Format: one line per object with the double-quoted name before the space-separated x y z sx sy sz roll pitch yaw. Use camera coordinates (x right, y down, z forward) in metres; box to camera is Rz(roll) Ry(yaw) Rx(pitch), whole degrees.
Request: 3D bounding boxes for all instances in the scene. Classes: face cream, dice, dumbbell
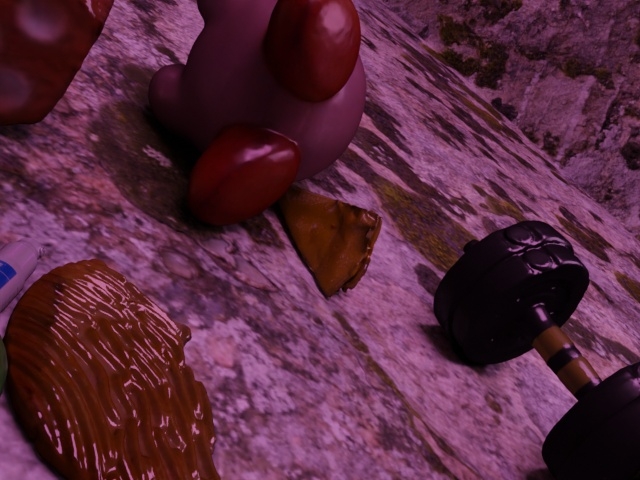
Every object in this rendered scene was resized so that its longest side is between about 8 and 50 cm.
"face cream" -0.221 0.033 0.515 0.034 0.034 0.130 34 23 -9
"dice" -0.301 -0.223 0.699 0.179 0.175 0.174 21 27 -33
"dumbbell" 0.269 0.132 0.845 0.185 0.185 0.388 14 32 -43

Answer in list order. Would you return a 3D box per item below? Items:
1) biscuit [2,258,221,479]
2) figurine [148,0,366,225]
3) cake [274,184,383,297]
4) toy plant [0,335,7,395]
"biscuit" -0.126 0.101 0.528 0.228 0.031 0.176 43 25 14
"figurine" -0.047 -0.162 0.875 0.211 0.270 0.261 18 19 -37
"cake" 0.003 0.001 0.899 0.184 0.116 0.079 15 -2 43
"toy plant" -0.248 0.027 0.341 0.218 0.175 0.235 -8 75 -67
